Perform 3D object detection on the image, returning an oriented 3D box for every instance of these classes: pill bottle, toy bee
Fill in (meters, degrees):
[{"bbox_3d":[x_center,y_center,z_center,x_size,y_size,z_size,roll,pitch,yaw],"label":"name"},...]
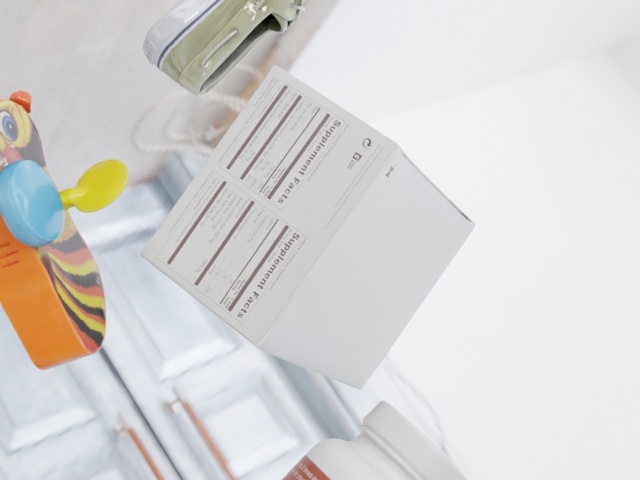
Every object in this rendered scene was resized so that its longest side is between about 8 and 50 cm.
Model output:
[{"bbox_3d":[0.006,0.229,0.950,0.216,0.121,0.121,-46,167,-7],"label":"pill bottle"},{"bbox_3d":[-0.251,-0.051,1.050,0.195,0.298,0.162,0,-148,8],"label":"toy bee"}]

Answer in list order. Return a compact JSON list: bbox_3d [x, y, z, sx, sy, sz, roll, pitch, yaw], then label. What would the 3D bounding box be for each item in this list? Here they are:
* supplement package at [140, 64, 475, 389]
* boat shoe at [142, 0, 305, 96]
[{"bbox_3d":[0.000,0.000,1.159,0.204,0.145,0.262,-55,154,0],"label":"supplement package"},{"bbox_3d":[-0.067,-0.280,1.473,0.302,0.094,0.109,-42,173,-11],"label":"boat shoe"}]
